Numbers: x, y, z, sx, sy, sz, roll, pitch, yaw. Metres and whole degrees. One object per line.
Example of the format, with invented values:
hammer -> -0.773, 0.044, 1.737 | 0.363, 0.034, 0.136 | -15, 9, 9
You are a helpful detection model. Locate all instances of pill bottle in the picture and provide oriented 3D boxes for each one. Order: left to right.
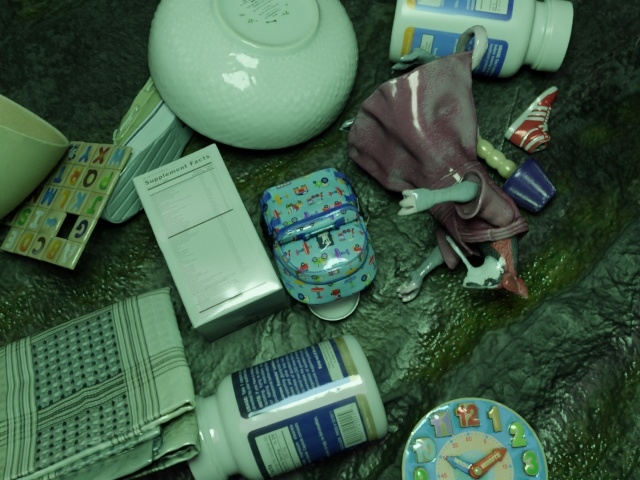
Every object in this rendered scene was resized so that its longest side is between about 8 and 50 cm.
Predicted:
pill bottle -> -0.053, 0.239, 1.016 | 0.265, 0.153, 0.153 | -18, 74, -5
pill bottle -> 0.254, -0.345, 1.189 | 0.272, 0.152, 0.152 | 9, 73, 3

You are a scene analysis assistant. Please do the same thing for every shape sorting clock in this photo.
shape sorting clock -> 0.218, 0.327, 1.043 | 0.206, 0.040, 0.206 | 0, 73, 1

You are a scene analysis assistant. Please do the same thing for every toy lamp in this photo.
toy lamp -> 0.254, -0.149, 1.170 | 0.080, 0.080, 0.275 | -43, 76, -11

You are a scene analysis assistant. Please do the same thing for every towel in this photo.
towel -> -0.327, 0.209, 0.996 | 0.312, 0.056, 0.324 | -20, 39, -6

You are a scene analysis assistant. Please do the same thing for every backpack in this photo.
backpack -> 0.000, 0.000, 1.086 | 0.158, 0.117, 0.173 | -16, 54, -5

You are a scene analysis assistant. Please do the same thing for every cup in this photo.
cup -> -0.574, -0.118, 1.077 | 0.331, 0.331, 0.237 | 30, 96, 10

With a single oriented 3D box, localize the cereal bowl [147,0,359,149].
cereal bowl -> -0.095, -0.317, 1.150 | 0.339, 0.141, 0.338 | 5, 66, -12

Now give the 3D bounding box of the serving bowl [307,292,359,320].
serving bowl -> 0.018, 0.083, 1.127 | 0.083, 0.027, 0.083 | -1, 73, 2

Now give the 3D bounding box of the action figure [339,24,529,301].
action figure -> 0.198, -0.076, 1.071 | 0.276, 0.248, 0.370 | -31, 76, -16

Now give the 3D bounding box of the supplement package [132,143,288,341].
supplement package -> -0.161, 0.005, 1.099 | 0.139, 0.134, 0.244 | -24, 74, -6

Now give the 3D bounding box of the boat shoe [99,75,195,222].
boat shoe -> -0.279, -0.160, 1.180 | 0.094, 0.109, 0.302 | 20, 64, 20

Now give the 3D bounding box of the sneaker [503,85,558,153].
sneaker -> 0.360, -0.192, 1.197 | 0.067, 0.042, 0.118 | 43, 86, 16

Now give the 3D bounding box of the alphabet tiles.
alphabet tiles -> -0.401, -0.064, 1.125 | 0.237, 0.009, 0.198 | 10, 71, 38
